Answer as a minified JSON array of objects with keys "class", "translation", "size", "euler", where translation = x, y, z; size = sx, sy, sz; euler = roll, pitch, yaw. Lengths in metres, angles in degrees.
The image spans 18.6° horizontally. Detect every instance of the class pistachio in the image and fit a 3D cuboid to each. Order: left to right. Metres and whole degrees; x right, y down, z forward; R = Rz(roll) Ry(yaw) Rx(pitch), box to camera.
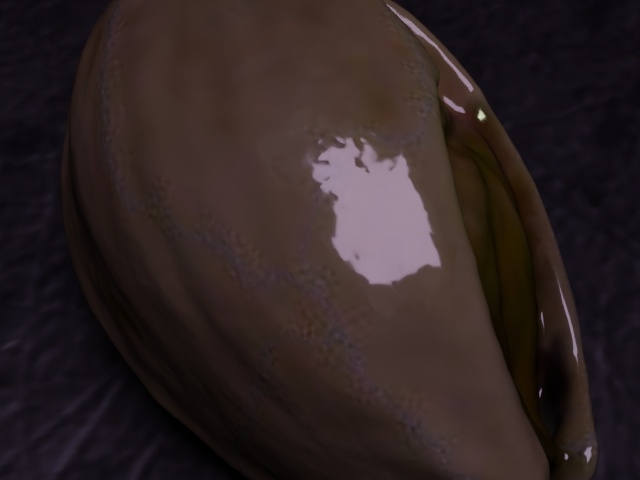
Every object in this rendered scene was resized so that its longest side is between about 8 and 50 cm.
[{"class":"pistachio","translation":[0.000,0.000,0.651],"size":[0.238,0.153,0.138],"euler":[45,24,24]}]
